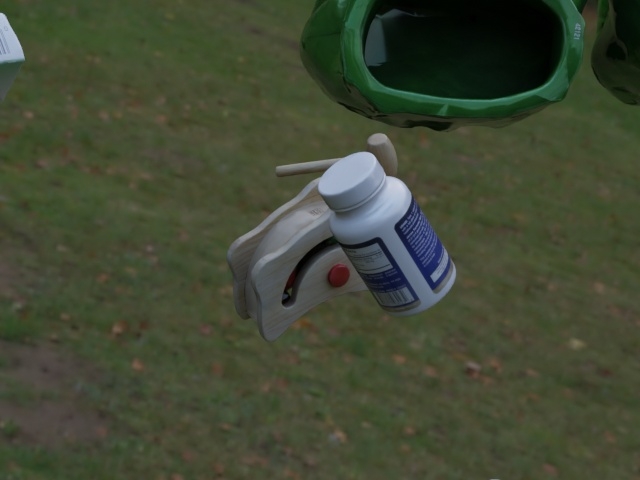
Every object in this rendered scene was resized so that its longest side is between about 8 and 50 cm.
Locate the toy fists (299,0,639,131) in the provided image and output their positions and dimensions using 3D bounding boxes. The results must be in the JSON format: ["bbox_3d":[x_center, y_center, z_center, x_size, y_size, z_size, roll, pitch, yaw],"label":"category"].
[{"bbox_3d":[0.129,-0.103,0.664,0.279,0.096,0.142,-6,0,-3],"label":"toy fists"}]

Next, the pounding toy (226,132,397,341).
[{"bbox_3d":[0.000,0.000,1.698,0.155,0.269,0.154,37,-19,52],"label":"pounding toy"}]

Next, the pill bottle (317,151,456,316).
[{"bbox_3d":[0.067,-0.008,1.477,0.169,0.094,0.094,57,-6,-29],"label":"pill bottle"}]

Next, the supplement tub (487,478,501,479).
[{"bbox_3d":[0.185,0.433,2.025,0.199,0.144,0.144,-8,20,-9],"label":"supplement tub"}]

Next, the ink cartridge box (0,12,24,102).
[{"bbox_3d":[-0.377,-0.112,1.220,0.181,0.225,0.056,-16,73,-32],"label":"ink cartridge box"}]
